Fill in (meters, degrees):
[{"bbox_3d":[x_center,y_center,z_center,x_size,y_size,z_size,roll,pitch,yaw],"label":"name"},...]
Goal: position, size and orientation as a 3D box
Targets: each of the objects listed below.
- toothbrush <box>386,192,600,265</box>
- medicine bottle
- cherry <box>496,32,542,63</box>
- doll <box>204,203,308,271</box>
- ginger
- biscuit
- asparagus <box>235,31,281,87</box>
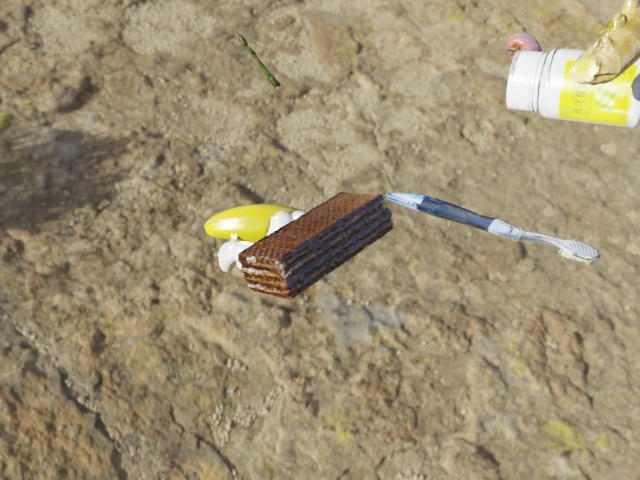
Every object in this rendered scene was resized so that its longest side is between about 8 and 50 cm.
[{"bbox_3d":[0.323,-0.028,1.272,0.413,0.042,0.035,18,60,6],"label":"toothbrush"},{"bbox_3d":[0.516,-0.310,1.345,0.258,0.143,0.143,13,43,26],"label":"medicine bottle"},{"bbox_3d":[0.550,-0.511,1.809,0.106,0.087,0.126,55,35,2],"label":"cherry"},{"bbox_3d":[-0.092,0.004,1.213,0.252,0.237,0.111,-4,74,8],"label":"doll"},{"bbox_3d":[0.487,-0.323,1.082,0.081,0.115,0.205,44,55,14],"label":"ginger"},{"bbox_3d":[0.000,0.000,1.041,0.252,0.070,0.106,-32,25,-34],"label":"biscuit"},{"bbox_3d":[-0.189,-0.548,2.046,0.023,0.233,0.022,30,78,44],"label":"asparagus"}]
